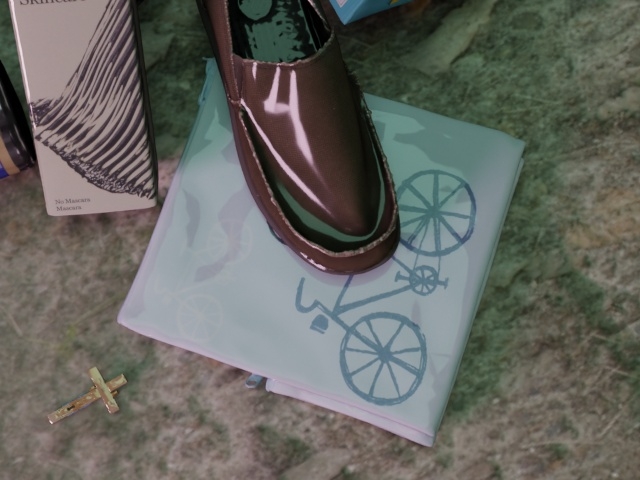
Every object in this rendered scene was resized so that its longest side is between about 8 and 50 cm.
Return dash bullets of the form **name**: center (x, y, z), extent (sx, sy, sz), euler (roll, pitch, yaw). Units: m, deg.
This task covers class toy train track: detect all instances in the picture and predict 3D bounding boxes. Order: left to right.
- **toy train track**: center (-0.225, 0.153, 1.269), extent (0.083, 0.014, 0.048), euler (-29, 88, -2)

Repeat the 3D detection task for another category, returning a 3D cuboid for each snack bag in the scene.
- **snack bag**: center (0.000, 0.000, 1.296), extent (0.342, 0.037, 0.323), euler (18, 78, 3)

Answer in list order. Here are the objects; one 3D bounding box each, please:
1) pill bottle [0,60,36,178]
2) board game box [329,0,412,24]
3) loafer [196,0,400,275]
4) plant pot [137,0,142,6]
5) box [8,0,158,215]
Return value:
- **pill bottle**: center (-0.396, -0.093, 1.257), extent (0.219, 0.123, 0.123), euler (-20, 80, -5)
- **board game box**: center (0.095, -0.371, 1.276), extent (0.336, 0.079, 0.254), euler (-24, 79, -37)
- **loafer**: center (-0.031, -0.137, 1.229), extent (0.133, 0.130, 0.366), euler (-25, 88, -6)
- **plant pot**: center (-0.270, -0.318, 1.295), extent (0.234, 0.166, 0.165), euler (42, 80, -4)
- **box**: center (-0.218, -0.164, 1.213), extent (0.113, 0.094, 0.275), euler (-6, 122, -2)
